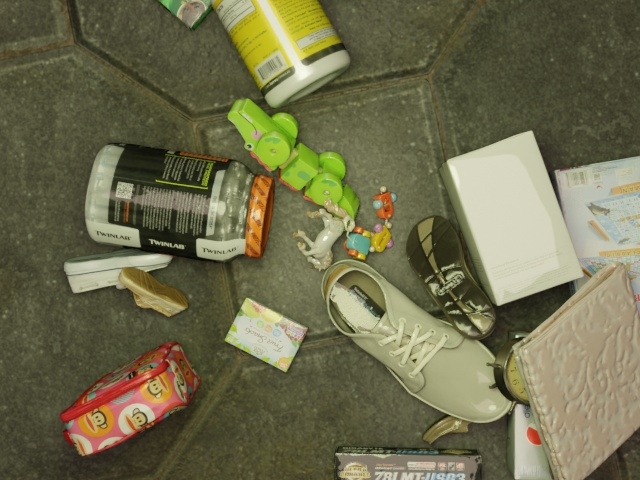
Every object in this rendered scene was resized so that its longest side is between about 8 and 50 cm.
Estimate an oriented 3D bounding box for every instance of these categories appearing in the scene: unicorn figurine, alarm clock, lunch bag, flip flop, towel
[{"bbox_3d":[0.000,0.000,1.897,0.111,0.060,0.162,28,116,-36],"label":"unicorn figurine"},{"bbox_3d":[0.408,0.239,1.828,0.192,0.064,0.129,-24,93,-15],"label":"alarm clock"},{"bbox_3d":[-0.373,0.309,1.848,0.258,0.293,0.120,-29,93,1],"label":"lunch bag"},{"bbox_3d":[0.260,0.077,1.913,0.112,0.080,0.277,-31,67,4],"label":"flip flop"},{"bbox_3d":[0.508,0.254,1.816,0.317,0.053,0.331,-32,114,-28],"label":"towel"}]

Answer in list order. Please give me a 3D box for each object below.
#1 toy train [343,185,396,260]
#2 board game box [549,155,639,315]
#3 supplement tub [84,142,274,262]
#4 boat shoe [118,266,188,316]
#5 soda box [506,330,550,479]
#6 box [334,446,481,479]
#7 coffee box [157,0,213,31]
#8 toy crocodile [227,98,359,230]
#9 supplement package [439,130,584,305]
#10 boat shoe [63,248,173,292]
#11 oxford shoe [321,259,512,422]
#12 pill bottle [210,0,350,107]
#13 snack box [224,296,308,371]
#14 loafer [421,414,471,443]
[{"bbox_3d":[0.092,-0.031,1.931,0.046,0.166,0.125,4,115,43],"label":"toy train"},{"bbox_3d":[0.643,-0.009,1.922,0.319,0.066,0.317,-9,89,2],"label":"board game box"},{"bbox_3d":[-0.269,-0.070,1.887,0.338,0.207,0.207,9,90,3],"label":"supplement tub"},{"bbox_3d":[-0.342,0.110,1.926,0.059,0.063,0.170,-40,131,19],"label":"boat shoe"},{"bbox_3d":[0.420,0.323,1.912,0.091,0.098,0.286,0,90,2],"label":"soda box"},{"bbox_3d":[0.173,0.565,1.933,0.296,0.073,0.293,0,89,3],"label":"box"},{"bbox_3d":[-0.296,-0.529,1.974,0.184,0.040,0.113,42,91,2],"label":"coffee box"},{"bbox_3d":[-0.049,-0.150,1.901,0.341,0.115,0.105,38,119,-20],"label":"toy crocodile"},{"bbox_3d":[0.365,-0.042,1.877,0.175,0.177,0.292,-20,90,2],"label":"supplement package"},{"bbox_3d":[-0.404,0.061,1.965,0.226,0.083,0.075,-6,106,10],"label":"boat shoe"},{"bbox_3d":[0.177,0.201,1.881,0.449,0.130,0.169,39,96,9],"label":"oxford shoe"},{"bbox_3d":[-0.097,-0.444,1.886,0.188,0.188,0.333,-29,92,2],"label":"pill bottle"},{"bbox_3d":[-0.109,0.190,1.963,0.141,0.037,0.100,27,92,2],"label":"snack box"},{"bbox_3d":[0.271,0.369,1.938,0.148,0.056,0.050,-33,82,2],"label":"loafer"}]
